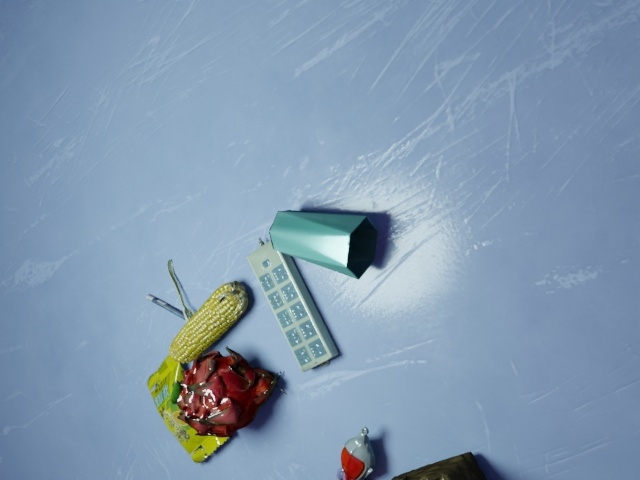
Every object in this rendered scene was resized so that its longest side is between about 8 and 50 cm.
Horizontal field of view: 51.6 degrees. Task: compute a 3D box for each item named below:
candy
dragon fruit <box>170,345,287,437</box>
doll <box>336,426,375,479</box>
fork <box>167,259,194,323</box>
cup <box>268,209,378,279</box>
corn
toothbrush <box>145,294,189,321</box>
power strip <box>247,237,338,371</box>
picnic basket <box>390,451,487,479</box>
[{"bbox_3d":[-0.385,0.477,1.882,0.187,0.081,0.297,-45,73,29],"label":"candy"},{"bbox_3d":[-0.234,0.400,1.712,0.292,0.234,0.234,-4,94,10],"label":"dragon fruit"},{"bbox_3d":[0.087,0.543,1.607,0.102,0.075,0.228,27,119,36],"label":"doll"},{"bbox_3d":[-0.393,0.154,1.871,0.028,0.034,0.220,-34,68,39],"label":"fork"},{"bbox_3d":[0.000,0.000,1.566,0.235,0.148,0.134,10,128,31],"label":"cup"},{"bbox_3d":[-0.301,0.228,1.775,0.106,0.106,0.293,48,109,18],"label":"corn"},{"bbox_3d":[-0.397,0.213,1.893,0.288,0.024,0.026,23,106,28],"label":"toothbrush"},{"bbox_3d":[-0.077,0.156,1.680,0.106,0.043,0.368,-33,79,29],"label":"power strip"},{"bbox_3d":[0.221,0.625,1.400,0.291,0.321,0.254,-34,81,32],"label":"picnic basket"}]
